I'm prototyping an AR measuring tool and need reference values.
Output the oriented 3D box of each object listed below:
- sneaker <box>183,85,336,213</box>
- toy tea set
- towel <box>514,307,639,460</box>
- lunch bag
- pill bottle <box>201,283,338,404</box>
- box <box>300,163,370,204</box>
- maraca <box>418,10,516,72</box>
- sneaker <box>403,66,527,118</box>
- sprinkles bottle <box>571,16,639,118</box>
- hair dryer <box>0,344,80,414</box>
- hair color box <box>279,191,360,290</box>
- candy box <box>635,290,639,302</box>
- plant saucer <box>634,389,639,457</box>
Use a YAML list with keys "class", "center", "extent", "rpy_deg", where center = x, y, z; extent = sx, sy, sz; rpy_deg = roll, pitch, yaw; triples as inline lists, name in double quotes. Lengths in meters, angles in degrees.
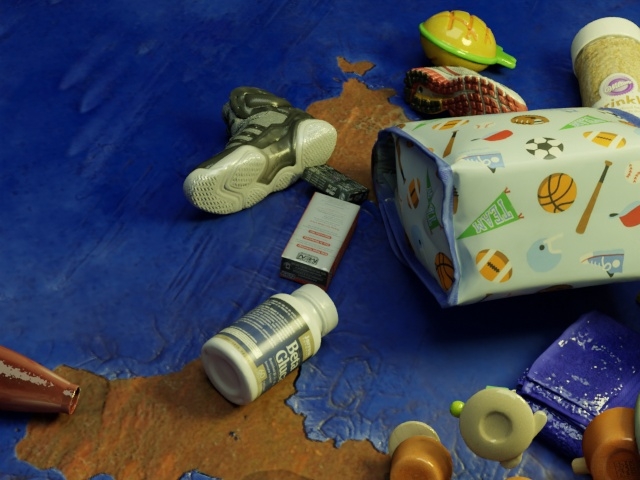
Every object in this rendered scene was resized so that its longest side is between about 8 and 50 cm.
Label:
- class: "sneaker"
  center: [-0.117, -0.136, 1.830]
  extent: [0.269, 0.101, 0.153]
  rpy_deg: [-25, 54, -35]
- class: "toy tea set"
  center: [0.247, 0.262, 1.471]
  extent: [0.336, 0.200, 0.124]
  rpy_deg: [19, 12, 10]
- class: "towel"
  center: [0.415, 0.218, 1.576]
  extent: [0.308, 0.076, 0.228]
  rpy_deg: [33, 52, 22]
- class: "lunch bag"
  center: [0.263, -0.066, 1.711]
  extent: [0.328, 0.238, 0.385]
  rpy_deg: [-6, 20, -11]
- class: "pill bottle"
  center: [-0.060, 0.125, 1.585]
  extent: [0.094, 0.094, 0.169]
  rpy_deg: [37, 53, 25]
- class: "box"
  center: [0.022, -0.083, 1.829]
  extent: [0.083, 0.018, 0.067]
  rpy_deg: [31, 21, 20]
- class: "maraca"
  center: [0.241, -0.320, 2.058]
  extent: [0.186, 0.099, 0.127]
  rpy_deg: [7, 33, -36]
- class: "sneaker"
  center: [0.234, -0.230, 1.946]
  extent: [0.093, 0.088, 0.225]
  rpy_deg: [-19, 33, -36]
- class: "sprinkles bottle"
  center: [0.469, -0.196, 1.950]
  extent: [0.121, 0.121, 0.355]
  rpy_deg: [5, 46, -3]
- class: "hair dryer"
  center: [-0.428, 0.215, 1.483]
  extent: [0.294, 0.080, 0.223]
  rpy_deg: [-19, 67, -17]
- class: "hair color box"
  center: [0.000, 0.000, 1.750]
  extent: [0.072, 0.043, 0.141]
  rpy_deg: [18, 46, 10]
- class: "candy box"
  center: [0.550, 0.059, 1.781]
  extent: [0.206, 0.027, 0.105]
  rpy_deg: [-33, 62, -32]
- class: "plant saucer"
  center: [0.536, 0.272, 1.392]
  extent: [0.401, 0.100, 0.400]
  rpy_deg: [24, 36, -19]
